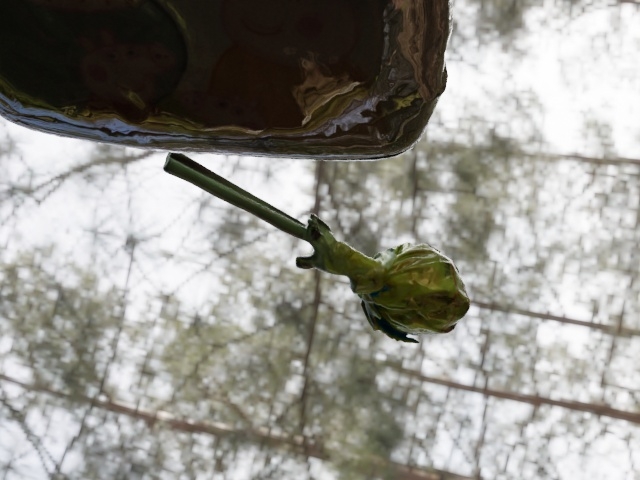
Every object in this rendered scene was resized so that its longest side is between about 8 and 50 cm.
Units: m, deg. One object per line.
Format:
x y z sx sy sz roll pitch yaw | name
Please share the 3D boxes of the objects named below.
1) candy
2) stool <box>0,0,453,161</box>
-0.001 0.003 0.909 0.262 0.077 0.073 28 -141 -27 | candy
-0.064 -0.224 0.734 0.310 0.310 0.226 90 -169 -50 | stool
